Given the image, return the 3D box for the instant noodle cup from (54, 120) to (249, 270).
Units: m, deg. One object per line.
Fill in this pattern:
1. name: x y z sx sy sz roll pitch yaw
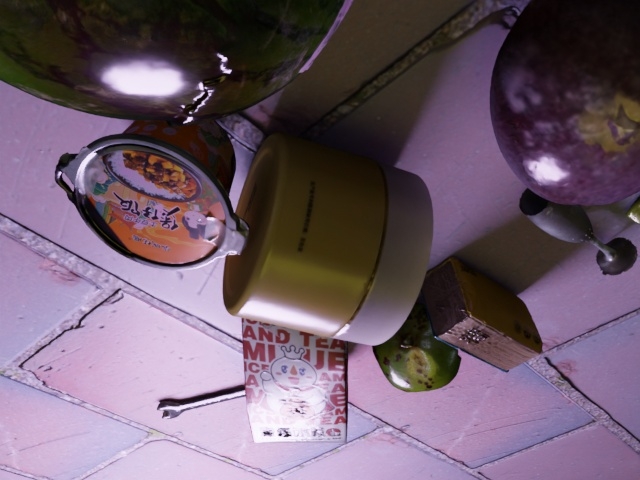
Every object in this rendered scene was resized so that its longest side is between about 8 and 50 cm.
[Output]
1. instant noodle cup: -0.169 -0.071 0.705 0.208 0.126 0.177 33 129 -17

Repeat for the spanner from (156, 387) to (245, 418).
1. spanner: -0.189 0.295 1.174 0.254 0.015 0.054 -16 135 11

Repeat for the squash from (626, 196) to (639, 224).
1. squash: 0.608 -0.056 0.874 0.288 0.203 0.111 28 138 16

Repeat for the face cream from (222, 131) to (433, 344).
1. face cream: 0.000 0.000 0.740 0.179 0.218 0.218 15 133 -18

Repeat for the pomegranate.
1. pomegranate: 0.153 0.187 1.013 0.143 0.122 0.169 18 150 16

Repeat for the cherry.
1. cherry: 0.287 -0.140 0.651 0.266 0.184 0.213 41 112 -19

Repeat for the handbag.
1. handbag: -0.039 0.185 0.981 0.170 0.151 0.298 -1 133 4

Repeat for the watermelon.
1. watermelon: -0.129 -0.250 0.391 0.362 0.363 0.363 -3 136 -3

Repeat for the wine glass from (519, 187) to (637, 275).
1. wine glass: 0.357 -0.016 0.869 0.198 0.066 0.066 28 127 -30

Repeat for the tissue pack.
1. tissue pack: 0.243 0.112 0.950 0.169 0.120 0.082 28 124 -28
